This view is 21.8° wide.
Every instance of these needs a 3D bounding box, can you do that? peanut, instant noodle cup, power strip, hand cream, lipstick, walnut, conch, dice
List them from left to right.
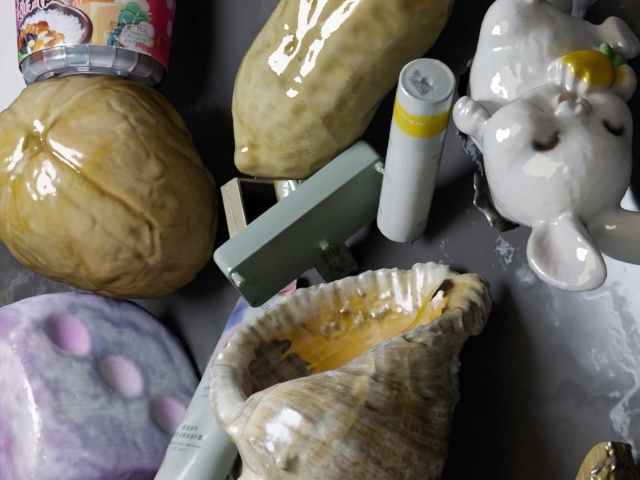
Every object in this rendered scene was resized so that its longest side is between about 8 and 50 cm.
[{"bbox_3d":[-0.322,0.241,2.102,0.270,0.271,0.270,-43,57,36],"label":"dice"},{"bbox_3d":[-0.284,-0.277,2.106,0.258,0.302,0.182,-5,75,16],"label":"instant noodle cup"},{"bbox_3d":[-0.268,-0.061,2.052,0.277,0.313,0.252,4,70,23],"label":"walnut"},{"bbox_3d":[-0.119,0.193,1.962,0.124,0.077,0.341,-9,55,56],"label":"hand cream"},{"bbox_3d":[0.000,0.000,1.863,0.215,0.145,0.061,-37,53,-2],"label":"power strip"},{"bbox_3d":[0.020,-0.215,1.825,0.169,0.192,0.387,39,121,2],"label":"peanut"},{"bbox_3d":[0.033,0.175,1.737,0.297,0.352,0.210,30,139,43],"label":"conch"},{"bbox_3d":[0.097,-0.087,1.725,0.264,0.059,0.059,97,153,-58],"label":"lipstick"}]

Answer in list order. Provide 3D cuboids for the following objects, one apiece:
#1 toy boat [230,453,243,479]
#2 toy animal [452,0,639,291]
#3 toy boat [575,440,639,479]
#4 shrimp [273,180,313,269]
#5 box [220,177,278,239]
[{"bbox_3d":[-0.020,0.269,1.896,0.276,0.111,0.293,-37,50,32],"label":"toy boat"},{"bbox_3d":[0.231,-0.097,1.579,0.154,0.208,0.325,-43,63,51],"label":"toy animal"},{"bbox_3d":[0.320,0.331,1.519,0.121,0.089,0.321,-37,59,33],"label":"toy boat"},{"bbox_3d":[-0.024,-0.056,1.968,0.091,0.043,0.184,-9,79,44],"label":"shrimp"},{"bbox_3d":[-0.074,-0.034,1.994,0.035,0.079,0.083,-28,68,44],"label":"box"}]
